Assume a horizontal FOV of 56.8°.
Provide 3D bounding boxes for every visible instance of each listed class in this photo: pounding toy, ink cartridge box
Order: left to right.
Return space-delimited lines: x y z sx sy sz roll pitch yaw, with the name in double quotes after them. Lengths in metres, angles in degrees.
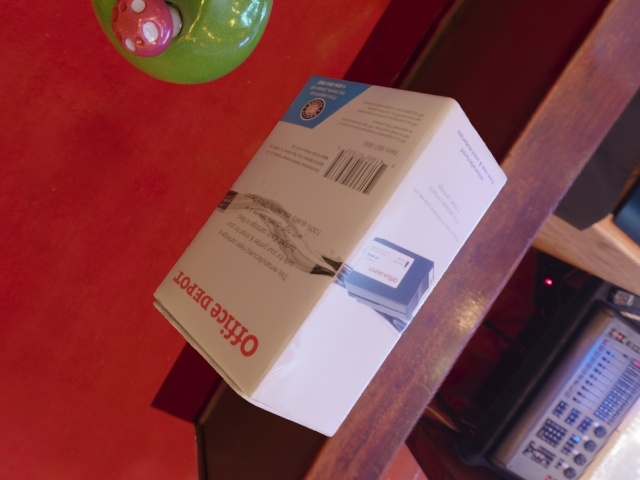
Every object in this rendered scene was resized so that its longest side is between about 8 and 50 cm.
-0.125 -0.237 0.480 0.183 0.110 0.237 41 117 -1 "pounding toy"
0.000 0.000 0.775 0.166 0.285 0.395 40 83 -40 "ink cartridge box"
